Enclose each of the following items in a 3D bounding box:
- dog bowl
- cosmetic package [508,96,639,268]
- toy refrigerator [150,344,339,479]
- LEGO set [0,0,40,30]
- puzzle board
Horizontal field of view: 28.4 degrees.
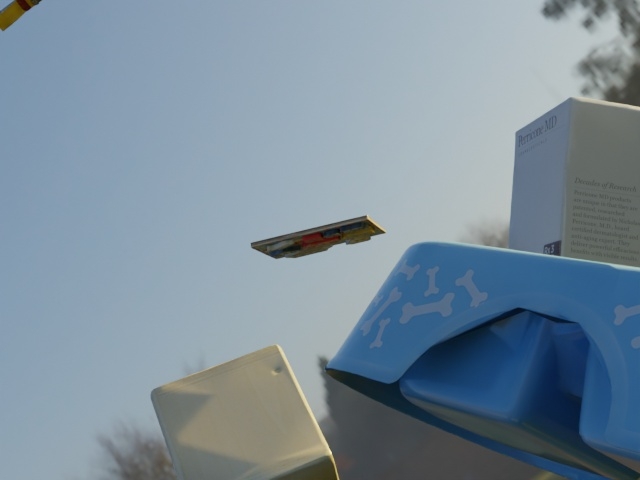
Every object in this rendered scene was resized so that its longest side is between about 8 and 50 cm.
[{"bbox_3d":[0.133,0.065,0.539,0.166,0.297,0.074,30,-104,-37],"label":"dog bowl"},{"bbox_3d":[0.209,0.010,1.036,0.086,0.231,0.117,7,-12,-13],"label":"cosmetic package"},{"bbox_3d":[-0.021,0.202,0.807,0.094,0.102,0.269,-19,-50,-9],"label":"toy refrigerator"},{"bbox_3d":[-0.318,-0.243,0.932,0.332,0.192,0.254,-14,-58,-7],"label":"LEGO set"},{"bbox_3d":[0.000,0.000,1.343,0.128,0.011,0.096,-13,-12,12],"label":"puzzle board"}]
